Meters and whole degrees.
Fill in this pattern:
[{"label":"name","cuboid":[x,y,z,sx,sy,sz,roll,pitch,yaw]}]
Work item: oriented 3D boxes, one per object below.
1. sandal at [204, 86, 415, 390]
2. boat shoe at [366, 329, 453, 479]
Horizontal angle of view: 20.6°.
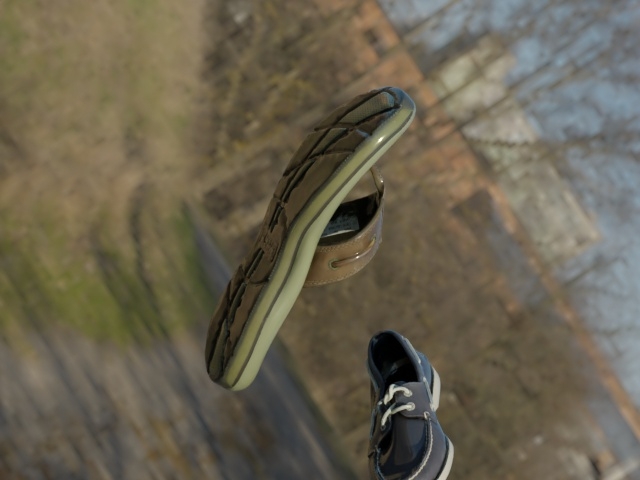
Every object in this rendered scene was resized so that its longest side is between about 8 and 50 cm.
[{"label":"sandal","cuboid":[-0.001,0.001,1.505,0.086,0.302,0.120,24,18,-18]},{"label":"boat shoe","cuboid":[0.061,0.144,1.437,0.065,0.075,0.206,56,16,-22]}]
